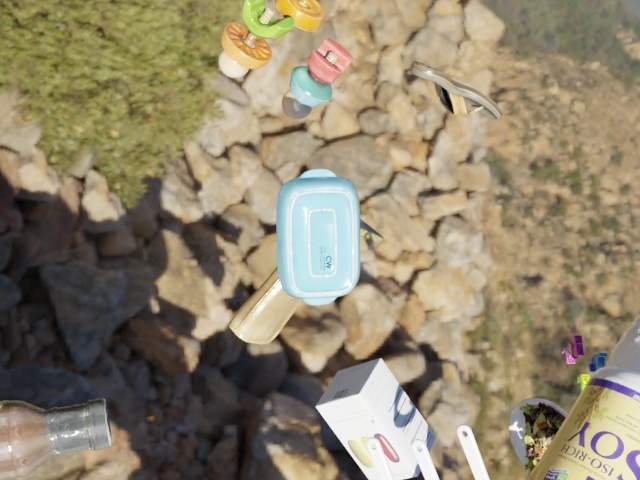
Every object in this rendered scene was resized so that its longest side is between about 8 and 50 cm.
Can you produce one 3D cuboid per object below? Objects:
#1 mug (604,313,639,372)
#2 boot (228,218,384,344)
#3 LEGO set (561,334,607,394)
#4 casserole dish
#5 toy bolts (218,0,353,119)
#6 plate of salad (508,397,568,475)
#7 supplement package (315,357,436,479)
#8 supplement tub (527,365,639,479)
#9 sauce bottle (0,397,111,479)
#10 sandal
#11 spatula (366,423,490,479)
[{"bbox_3d":[0.737,0.263,1.846,0.276,0.328,0.374,41,8,-19],"label":"mug"},{"bbox_3d":[-0.025,0.064,1.728,0.089,0.269,0.236,43,14,29],"label":"boot"},{"bbox_3d":[0.616,0.341,2.194,0.093,0.087,0.227,126,-36,-66],"label":"LEGO set"},{"bbox_3d":[0.000,0.000,1.266,0.037,0.114,0.188,-123,-148,-74],"label":"casserole dish"},{"bbox_3d":[-0.061,-0.344,1.788,0.228,0.158,0.218,42,35,3],"label":"toy bolts"},{"bbox_3d":[0.461,0.419,1.950,0.048,0.200,0.199,-21,101,-37],"label":"plate of salad"},{"bbox_3d":[0.129,0.413,2.160,0.244,0.139,0.134,55,40,-14],"label":"supplement package"},{"bbox_3d":[0.464,0.393,1.509,0.331,0.241,0.241,-55,138,-12],"label":"supplement tub"},{"bbox_3d":[-0.461,0.278,1.295,0.111,0.344,0.111,172,-90,-78],"label":"sauce bottle"},{"bbox_3d":[0.253,-0.274,1.814,0.219,0.090,0.060,21,100,-35],"label":"sandal"},{"bbox_3d":[0.154,0.326,1.097,0.019,0.168,0.242,-29,100,-57],"label":"spatula"}]
